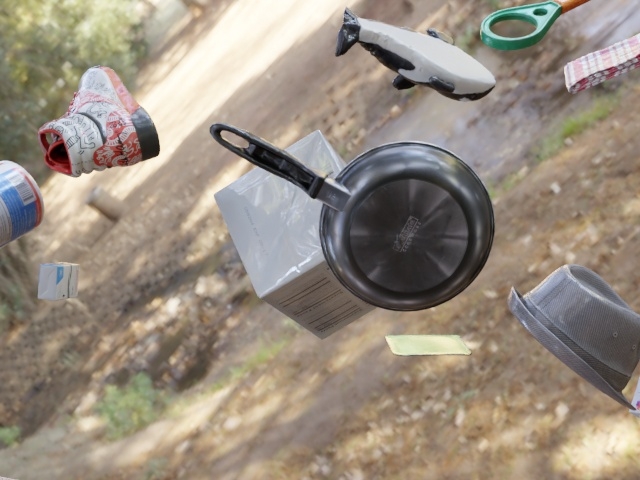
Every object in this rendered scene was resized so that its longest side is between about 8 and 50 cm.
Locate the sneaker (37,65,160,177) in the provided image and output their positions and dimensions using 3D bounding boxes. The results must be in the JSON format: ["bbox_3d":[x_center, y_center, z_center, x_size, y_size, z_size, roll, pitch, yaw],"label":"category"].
[{"bbox_3d":[-0.349,-0.177,1.337,0.145,0.090,0.270,-19,37,-24],"label":"sneaker"}]

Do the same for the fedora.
[{"bbox_3d":[0.419,0.130,1.413,0.124,0.275,0.244,-50,27,12],"label":"fedora"}]

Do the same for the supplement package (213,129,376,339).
[{"bbox_3d":[0.000,0.000,1.457,0.198,0.262,0.199,-31,62,9],"label":"supplement package"}]

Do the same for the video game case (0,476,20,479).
[{"bbox_3d":[-0.637,0.447,1.685,0.232,0.210,0.042,49,-132,-64],"label":"video game case"}]

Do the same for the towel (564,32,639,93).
[{"bbox_3d":[0.531,-0.331,1.643,0.197,0.029,0.144,-22,19,20],"label":"towel"}]

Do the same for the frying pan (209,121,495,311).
[{"bbox_3d":[0.054,-0.058,1.000,0.197,0.326,0.053,-39,12,11],"label":"frying pan"}]

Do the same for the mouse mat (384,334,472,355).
[{"bbox_3d":[0.255,0.250,2.191,0.152,0.189,0.007,-110,20,-78],"label":"mouse mat"}]

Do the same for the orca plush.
[{"bbox_3d":[0.144,-0.277,1.513,0.102,0.287,0.151,-53,43,42],"label":"orca plush"}]

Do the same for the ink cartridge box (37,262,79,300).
[{"bbox_3d":[-0.359,0.056,1.274,0.083,0.028,0.048,-7,-78,-80],"label":"ink cartridge box"}]

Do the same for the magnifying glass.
[{"bbox_3d":[0.347,-0.353,1.421,0.231,0.026,0.092,-27,46,-21],"label":"magnifying glass"}]

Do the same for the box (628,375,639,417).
[{"bbox_3d":[0.678,0.253,1.737,0.145,0.038,0.186,-4,58,56],"label":"box"}]

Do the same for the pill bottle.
[{"bbox_3d":[-0.545,-0.028,1.402,0.124,0.124,0.221,-34,3,43],"label":"pill bottle"}]
